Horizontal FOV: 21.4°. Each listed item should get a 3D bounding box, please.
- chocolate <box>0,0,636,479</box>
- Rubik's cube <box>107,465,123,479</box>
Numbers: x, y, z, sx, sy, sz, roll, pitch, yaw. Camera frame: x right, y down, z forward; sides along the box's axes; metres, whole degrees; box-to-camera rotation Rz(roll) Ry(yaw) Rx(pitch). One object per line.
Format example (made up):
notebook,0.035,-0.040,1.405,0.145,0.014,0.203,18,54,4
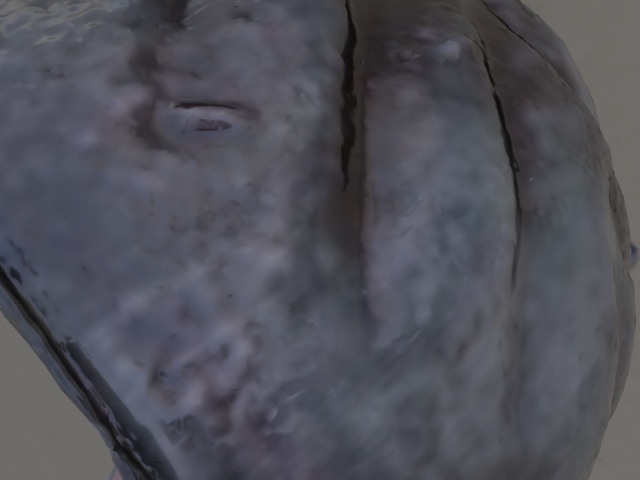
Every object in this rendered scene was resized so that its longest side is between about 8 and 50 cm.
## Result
chocolate,0.000,0.000,0.593,0.213,0.303,0.303,-37,54,-9
Rubik's cube,0.012,0.300,1.079,0.305,0.301,0.303,11,74,54
